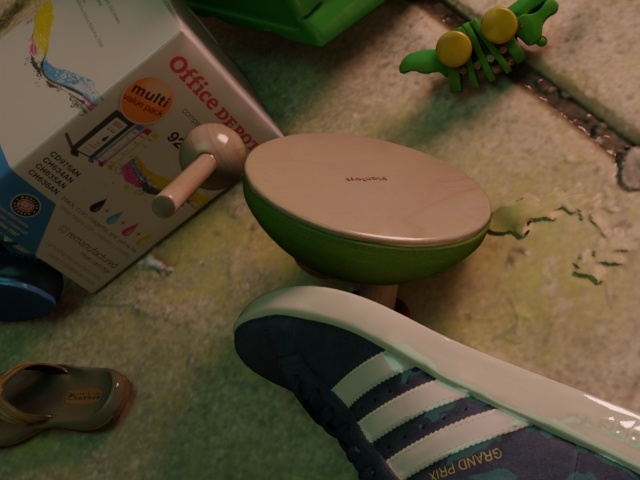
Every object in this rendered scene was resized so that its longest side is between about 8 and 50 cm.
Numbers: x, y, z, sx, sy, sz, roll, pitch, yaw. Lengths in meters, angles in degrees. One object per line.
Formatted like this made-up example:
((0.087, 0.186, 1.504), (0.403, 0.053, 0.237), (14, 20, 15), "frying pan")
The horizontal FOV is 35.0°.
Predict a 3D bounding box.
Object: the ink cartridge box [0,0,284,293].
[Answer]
((-0.188, -0.109, 0.910), (0.233, 0.171, 0.168), (-38, 49, 6), "ink cartridge box")

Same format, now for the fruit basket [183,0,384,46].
((-0.038, -0.399, 0.933), (0.392, 0.283, 0.392), (-15, 51, 19), "fruit basket")

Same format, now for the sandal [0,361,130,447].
((-0.246, 0.134, 0.870), (0.180, 0.049, 0.072), (-10, 57, 27), "sandal")

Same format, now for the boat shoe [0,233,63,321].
((-0.343, 0.016, 0.971), (0.258, 0.109, 0.089), (4, 60, 31), "boat shoe")

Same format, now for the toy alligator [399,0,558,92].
((0.156, -0.165, 0.819), (0.190, 0.056, 0.051), (-26, 93, 14), "toy alligator")

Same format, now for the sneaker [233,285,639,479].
((0.058, 0.141, 0.625), (0.350, 0.131, 0.148), (18, 67, 38), "sneaker")

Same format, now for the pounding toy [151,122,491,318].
((0.000, 0.000, 0.758), (0.237, 0.110, 0.183), (9, 26, -2), "pounding toy")
